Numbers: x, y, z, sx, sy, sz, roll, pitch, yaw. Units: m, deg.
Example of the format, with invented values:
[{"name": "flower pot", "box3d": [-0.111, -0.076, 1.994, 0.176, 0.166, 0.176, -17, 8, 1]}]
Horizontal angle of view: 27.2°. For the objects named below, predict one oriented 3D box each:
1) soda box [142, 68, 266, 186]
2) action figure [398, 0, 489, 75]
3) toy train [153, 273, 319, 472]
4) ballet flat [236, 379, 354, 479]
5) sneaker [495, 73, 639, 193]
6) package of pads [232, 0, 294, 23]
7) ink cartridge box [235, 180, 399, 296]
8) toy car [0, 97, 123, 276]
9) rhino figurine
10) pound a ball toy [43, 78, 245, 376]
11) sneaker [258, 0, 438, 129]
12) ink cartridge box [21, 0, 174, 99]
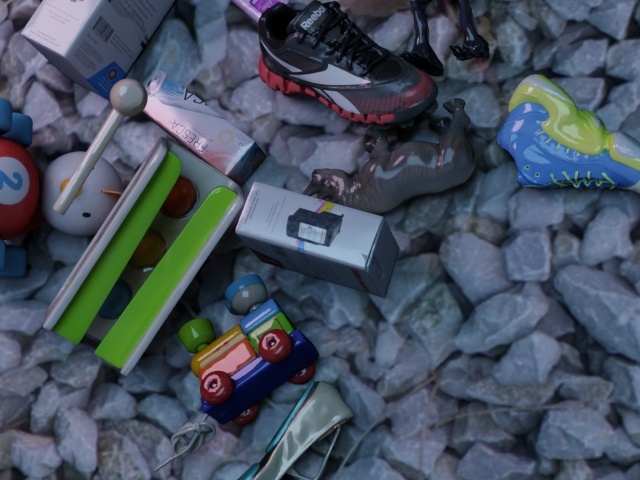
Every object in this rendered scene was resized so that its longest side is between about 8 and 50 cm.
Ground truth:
[{"name": "soda box", "box3d": [-0.161, -0.148, 1.760, 0.183, 0.058, 0.063, 38, 86, 20]}, {"name": "action figure", "box3d": [0.162, -0.362, 1.700, 0.164, 0.141, 0.276, -5, 75, 20]}, {"name": "toy train", "box3d": [-0.138, 0.160, 1.645, 0.248, 0.105, 0.143, -35, 58, 2]}, {"name": "ballet flat", "box3d": [-0.050, 0.282, 1.597, 0.086, 0.086, 0.248, 38, 85, 21]}, {"name": "sneaker", "box3d": [0.318, -0.093, 1.619, 0.240, 0.091, 0.126, 41, 105, 21]}, {"name": "package of pads", "box3d": [-0.082, -0.326, 1.807, 0.083, 0.032, 0.050, 43, 90, 21]}, {"name": "ink cartridge box", "box3d": [0.000, 0.000, 1.638, 0.175, 0.127, 0.072, 16, 76, 17]}, {"name": "toy car", "box3d": [-0.346, -0.064, 1.719, 0.238, 0.210, 0.219, 1, 84, 2]}, {"name": "rhino figurine", "box3d": [0.084, -0.088, 1.672, 0.243, 0.073, 0.106, -20, 67, 9]}, {"name": "pound a ball toy", "box3d": [-0.242, -0.024, 1.654, 0.208, 0.136, 0.319, 32, 97, -12]}, {"name": "sneaker", "box3d": [0.024, -0.229, 1.663, 0.276, 0.135, 0.097, 24, 56, 33]}, {"name": "ink cartridge box", "box3d": [-0.291, -0.317, 1.796, 0.086, 0.148, 0.203, 29, 82, 22]}]
